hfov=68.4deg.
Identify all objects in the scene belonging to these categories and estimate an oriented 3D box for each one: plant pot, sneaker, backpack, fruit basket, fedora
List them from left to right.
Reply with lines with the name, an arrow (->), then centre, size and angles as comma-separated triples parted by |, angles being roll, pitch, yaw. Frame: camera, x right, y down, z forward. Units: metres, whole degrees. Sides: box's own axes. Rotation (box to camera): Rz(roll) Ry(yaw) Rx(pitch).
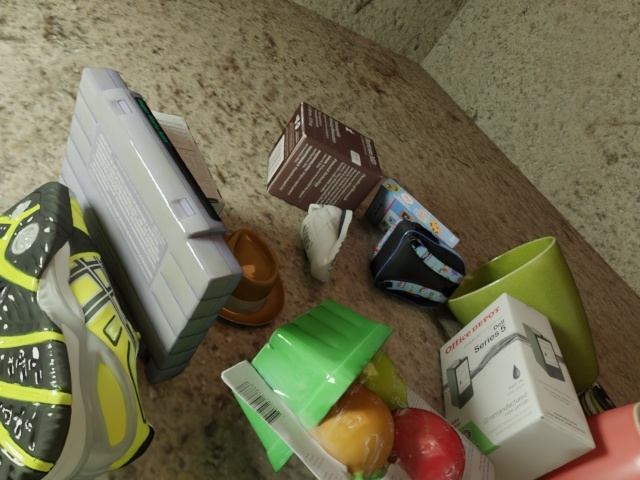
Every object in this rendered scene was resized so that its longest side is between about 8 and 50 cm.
sneaker -> -0.294, 0.088, 0.532 | 0.147, 0.145, 0.384 | 48, 12, -52
fedora -> -0.125, 0.043, 0.768 | 0.194, 0.079, 0.194 | 26, 34, -19
sneaker -> 0.000, 0.000, 0.956 | 0.095, 0.090, 0.235 | 22, 30, -3
fruit basket -> 0.070, 0.248, 0.599 | 0.353, 0.165, 0.327 | 46, 18, 10
backpack -> 0.212, 0.054, 1.011 | 0.173, 0.158, 0.117 | 26, 18, -15
plant pot -> 0.463, 0.186, 1.032 | 0.275, 0.275, 0.293 | -25, 82, -55
sneaker -> 0.574, 0.378, 1.016 | 0.300, 0.121, 0.111 | 28, 29, -51
plant pot -> 0.476, 0.405, 0.756 | 0.275, 0.243, 0.274 | 25, 35, -19

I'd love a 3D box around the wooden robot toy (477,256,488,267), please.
wooden robot toy -> 0.459, 0.134, 1.263 | 0.079, 0.076, 0.173 | 57, 11, -47

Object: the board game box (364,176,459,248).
board game box -> 0.209, -0.033, 1.123 | 0.211, 0.160, 0.039 | 45, 67, 9

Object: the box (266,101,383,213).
box -> 0.004, -0.173, 1.078 | 0.203, 0.167, 0.168 | 23, 35, -22

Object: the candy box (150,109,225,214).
candy box -> -0.240, -0.071, 0.716 | 0.070, 0.164, 0.196 | 3, 46, -44

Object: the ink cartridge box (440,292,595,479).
ink cartridge box -> 0.320, 0.259, 0.824 | 0.115, 0.198, 0.272 | 30, 33, -11

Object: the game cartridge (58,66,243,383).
game cartridge -> -0.235, -0.026, 0.606 | 0.068, 0.230, 0.355 | -8, 55, -49
